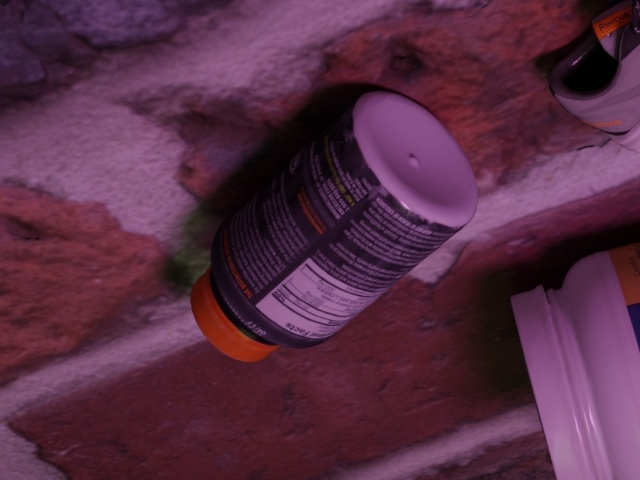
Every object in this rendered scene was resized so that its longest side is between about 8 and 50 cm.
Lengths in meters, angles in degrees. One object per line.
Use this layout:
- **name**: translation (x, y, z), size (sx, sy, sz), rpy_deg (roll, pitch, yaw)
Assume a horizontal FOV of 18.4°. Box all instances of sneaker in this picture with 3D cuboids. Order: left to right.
- **sneaker**: translation (0.273, -0.166, 1.456), size (0.108, 0.100, 0.271), rpy_deg (19, 135, -26)

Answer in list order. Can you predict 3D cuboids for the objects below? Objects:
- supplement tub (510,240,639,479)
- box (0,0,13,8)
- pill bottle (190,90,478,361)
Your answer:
- **supplement tub**: translation (0.339, 0.102, 1.712), size (0.316, 0.228, 0.228), rpy_deg (-15, 143, 5)
- **box**: translation (-0.197, -0.251, 1.272), size (0.191, 0.045, 0.184), rpy_deg (-27, 138, 22)
- **pill bottle**: translation (0.000, 0.000, 1.579), size (0.130, 0.130, 0.246), rpy_deg (21, 133, -35)
